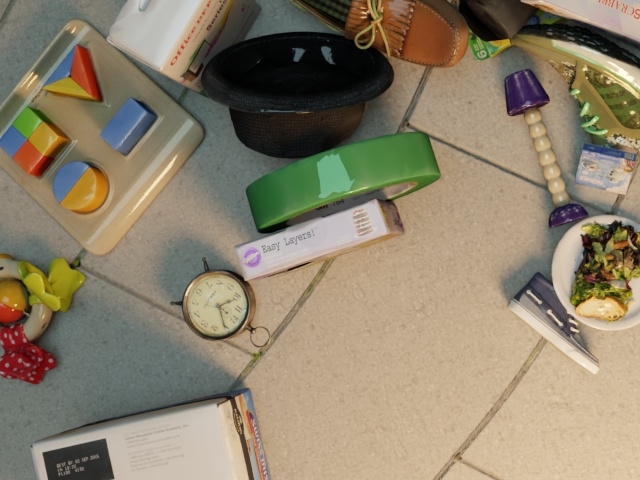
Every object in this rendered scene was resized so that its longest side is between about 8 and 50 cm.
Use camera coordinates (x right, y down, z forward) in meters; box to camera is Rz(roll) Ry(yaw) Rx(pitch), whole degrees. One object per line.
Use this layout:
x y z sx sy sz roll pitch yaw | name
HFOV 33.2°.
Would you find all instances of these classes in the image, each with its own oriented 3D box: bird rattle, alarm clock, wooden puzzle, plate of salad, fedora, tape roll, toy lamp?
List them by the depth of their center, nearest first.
0.037 -0.094 1.792 0.321 0.321 0.077 -18 86 10 | tape roll
0.494 0.052 1.823 0.200 0.048 0.200 0 81 -1 | plate of salad
0.383 -0.161 1.853 0.080 0.080 0.275 -18 84 10 | toy lamp
-0.040 -0.244 1.879 0.334 0.334 0.152 9 126 11 | fedora
-0.168 0.130 1.954 0.192 0.064 0.129 38 95 12 | alarm clock
-0.443 -0.198 2.009 0.348 0.080 0.322 41 95 9 | wooden puzzle
-0.562 0.137 2.025 0.207 0.143 0.253 31 107 22 | bird rattle

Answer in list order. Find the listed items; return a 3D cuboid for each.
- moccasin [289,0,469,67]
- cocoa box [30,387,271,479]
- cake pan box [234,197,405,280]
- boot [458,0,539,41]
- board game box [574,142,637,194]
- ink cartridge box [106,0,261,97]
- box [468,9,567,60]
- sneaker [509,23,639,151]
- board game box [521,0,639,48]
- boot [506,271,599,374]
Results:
0.082 -0.400 1.838 0.380 0.147 0.139 36 124 21 | moccasin
-0.283 0.413 1.883 0.347 0.228 0.231 -14 86 10 | cocoa box
0.000 0.000 1.835 0.267 0.246 0.070 -19 84 9 | cake pan box
0.326 -0.607 1.796 0.367 0.146 0.445 45 90 -2 | boot
0.485 -0.121 1.828 0.090 0.090 0.020 14 56 13 | board game box
-0.230 -0.381 1.874 0.117 0.278 0.201 32 94 10 | ink cartridge box
0.336 -0.399 1.888 0.179 0.043 0.105 -26 83 10 | box
0.484 -0.224 1.805 0.410 0.158 0.182 30 114 7 | sneaker
0.519 -0.491 1.753 0.318 0.066 0.318 16 96 -22 | board game box
0.419 0.141 1.840 0.190 0.069 0.086 40 90 10 | boot
